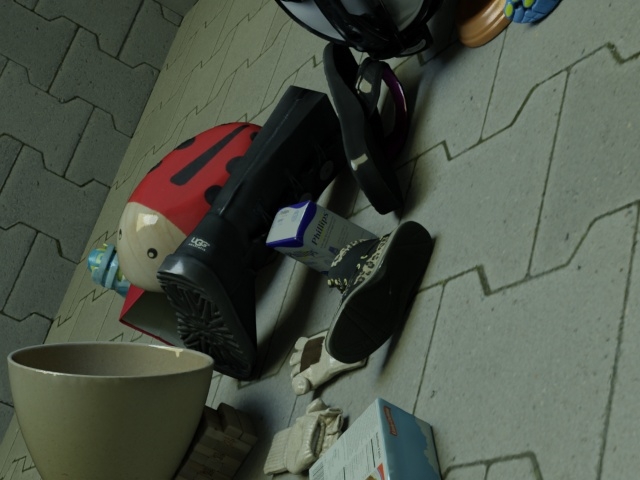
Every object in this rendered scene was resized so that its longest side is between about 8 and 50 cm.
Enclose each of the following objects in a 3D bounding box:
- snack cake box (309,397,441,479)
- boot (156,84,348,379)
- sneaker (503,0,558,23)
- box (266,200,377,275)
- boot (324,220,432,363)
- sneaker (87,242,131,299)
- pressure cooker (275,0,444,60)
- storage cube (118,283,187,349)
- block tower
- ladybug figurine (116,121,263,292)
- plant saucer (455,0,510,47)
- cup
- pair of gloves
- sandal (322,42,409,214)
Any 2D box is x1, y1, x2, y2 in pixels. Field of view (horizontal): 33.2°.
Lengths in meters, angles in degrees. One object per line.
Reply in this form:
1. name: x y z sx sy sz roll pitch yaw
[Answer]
1. snack cake box: 0.069 0.333 1.251 0.152 0.089 0.264 -49 24 25
2. boot: -0.095 -0.010 1.937 0.445 0.146 0.367 -59 -21 -29
3. sneaker: 0.344 -0.403 1.594 0.188 0.067 0.078 -56 0 19
4. box: 0.000 0.000 1.763 0.126 0.137 0.072 -11 54 64
5. boot: 0.058 0.082 1.595 0.236 0.085 0.179 -57 17 -19
6. sneaker: -0.459 0.070 2.652 0.319 0.208 0.127 -32 35 52
7. pressure cooker: 0.087 -0.529 1.812 0.420 0.370 0.375 -54 -12 -38
8. storage cube: -0.281 0.091 2.246 0.215 0.184 0.193 -44 25 40
9. block tower: -0.236 0.435 1.836 0.335 0.091 0.097 -58 20 9
10. ladybug figurine: -0.224 -0.089 2.111 0.305 0.162 0.449 22 55 33
11. plant saucer: 0.284 -0.412 1.763 0.200 0.037 0.200 -49 24 31
12. cup: -0.343 0.305 1.750 0.331 0.331 0.236 -171 83 -68
13. pair of gloves: -0.012 0.240 1.627 0.204 0.042 0.240 -24 43 58
14. sandal: 0.099 -0.211 1.829 0.107 0.167 0.445 -28 39 14
